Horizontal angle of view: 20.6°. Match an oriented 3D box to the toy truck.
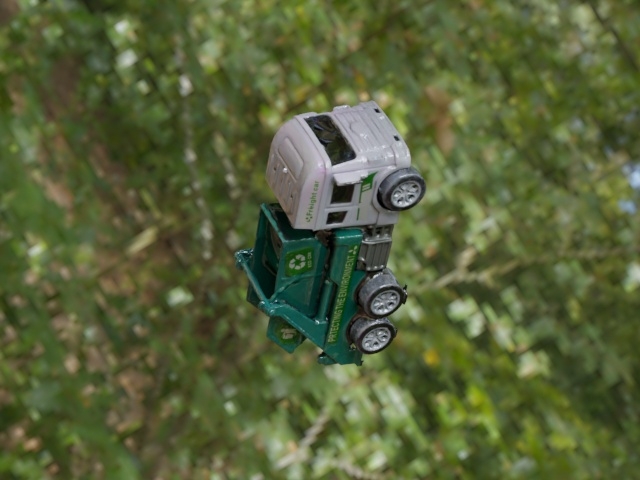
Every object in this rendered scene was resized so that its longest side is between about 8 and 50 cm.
[{"bbox_3d":[0.000,0.000,1.394,0.110,0.116,0.216,-122,-147,-43],"label":"toy truck"}]
